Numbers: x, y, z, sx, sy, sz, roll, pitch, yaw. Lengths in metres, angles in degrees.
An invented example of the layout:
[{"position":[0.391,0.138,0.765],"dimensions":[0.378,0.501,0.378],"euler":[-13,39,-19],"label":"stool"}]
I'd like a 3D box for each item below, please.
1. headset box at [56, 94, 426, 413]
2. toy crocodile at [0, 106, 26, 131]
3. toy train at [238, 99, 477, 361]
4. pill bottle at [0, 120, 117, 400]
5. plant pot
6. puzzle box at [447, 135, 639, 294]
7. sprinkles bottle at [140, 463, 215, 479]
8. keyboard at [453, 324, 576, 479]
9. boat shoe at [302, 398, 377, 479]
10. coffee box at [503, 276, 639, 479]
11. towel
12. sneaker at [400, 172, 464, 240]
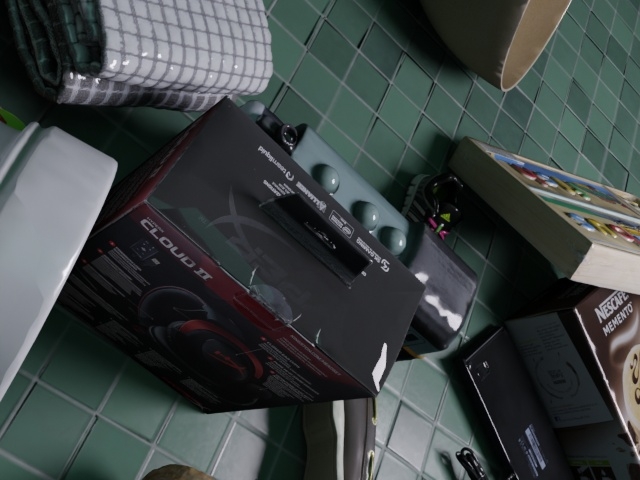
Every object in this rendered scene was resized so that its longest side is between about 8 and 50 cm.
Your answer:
[{"position":[-0.077,0.032,0.591],"dimensions":[0.218,0.293,0.110],"euler":[42,56,-19],"label":"headset box"},{"position":[-0.330,-0.100,0.557],"dimensions":[0.340,0.115,0.105],"euler":[29,54,-30],"label":"toy crocodile"},{"position":[0.000,0.000,0.724],"dimensions":[0.334,0.190,0.142],"euler":[43,55,-19],"label":"toy train"},{"position":[-0.327,-0.057,0.358],"dimensions":[0.407,0.229,0.229],"euler":[27,62,-19],"label":"pill bottle"},{"position":[0.238,-0.375,0.995],"dimensions":[0.191,0.284,0.284],"euler":[32,52,17],"label":"plant pot"},{"position":[0.399,-0.017,1.012],"dimensions":[0.408,0.052,0.272],"euler":[11,29,-35],"label":"puzzle box"},{"position":[-0.186,0.273,0.470],"dimensions":[0.355,0.121,0.121],"euler":[-19,89,-61],"label":"sprinkles bottle"},{"position":[0.246,0.286,0.927],"dimensions":[0.201,0.033,0.317],"euler":[-27,92,-45],"label":"keyboard"},{"position":[0.023,0.242,0.739],"dimensions":[0.068,0.081,0.228],"euler":[16,65,-29],"label":"boat shoe"},{"position":[0.397,0.202,1.008],"dimensions":[0.168,0.119,0.297],"euler":[-27,93,-39],"label":"coffee box"},{"position":[-0.180,-0.263,0.682],"dimensions":[0.235,0.121,0.284],"euler":[-11,84,-55],"label":"towel"},{"position":[0.136,-0.018,0.905],"dimensions":[0.063,0.074,0.170],"euler":[32,60,-26],"label":"sneaker"}]
